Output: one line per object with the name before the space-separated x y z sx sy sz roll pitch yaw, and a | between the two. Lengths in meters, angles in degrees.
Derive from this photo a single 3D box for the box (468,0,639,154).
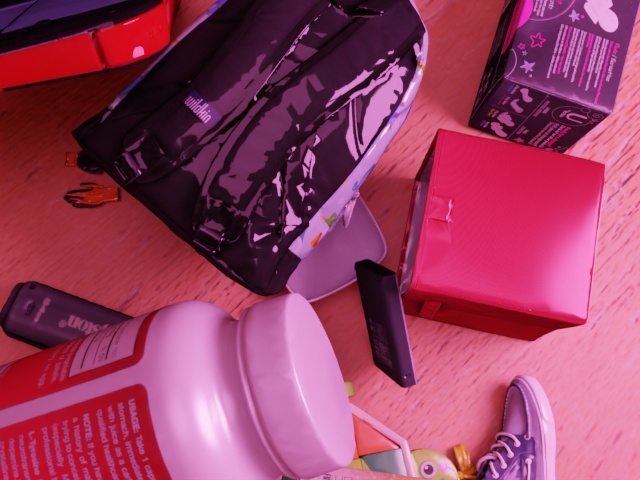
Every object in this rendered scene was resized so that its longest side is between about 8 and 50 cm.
box | 0.308 -0.261 0.948 0.142 0.163 0.248 20 77 0

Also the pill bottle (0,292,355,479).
pill bottle | -0.184 0.197 0.742 0.407 0.229 0.229 -20 77 11

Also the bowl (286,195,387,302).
bowl | 0.000 0.000 0.933 0.141 0.053 0.142 -29 77 -8

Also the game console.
game console | -0.332 -0.255 0.855 0.341 0.387 0.060 -10 120 0

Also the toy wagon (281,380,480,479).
toy wagon | 0.020 0.302 0.850 0.344 0.068 0.268 -11 77 -4

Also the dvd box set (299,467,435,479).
dvd box set | 0.163 0.398 0.713 0.419 0.062 0.308 7 55 1

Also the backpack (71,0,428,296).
backpack | -0.041 -0.158 0.836 0.290 0.273 0.356 37 97 7

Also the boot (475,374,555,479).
boot | 0.223 0.254 0.857 0.086 0.069 0.190 1 76 -20

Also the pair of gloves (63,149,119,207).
pair of gloves | -0.302 -0.083 0.971 0.074 0.010 0.083 -4 73 -1

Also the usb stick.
usb stick | -0.257 0.125 0.901 0.277 0.045 0.077 19 77 4

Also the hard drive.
hard drive | 0.075 0.095 0.863 0.022 0.094 0.135 -16 103 -14

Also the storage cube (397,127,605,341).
storage cube | 0.202 0.000 0.870 0.193 0.184 0.215 13 76 2
